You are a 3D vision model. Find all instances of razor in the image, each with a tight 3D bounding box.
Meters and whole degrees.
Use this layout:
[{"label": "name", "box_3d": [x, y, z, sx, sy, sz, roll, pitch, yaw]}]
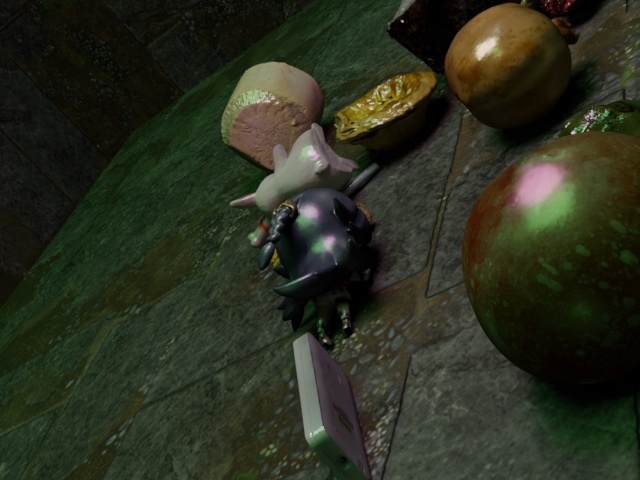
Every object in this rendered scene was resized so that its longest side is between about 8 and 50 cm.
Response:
[{"label": "razor", "box_3d": [0.035, -0.077, 1.852, 0.211, 0.036, 0.084, -47, 23, -12]}]

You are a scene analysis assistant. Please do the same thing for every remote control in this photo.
[{"label": "remote control", "box_3d": [0.012, 0.210, 1.228, 0.034, 0.103, 0.250, -36, 22, 9]}]

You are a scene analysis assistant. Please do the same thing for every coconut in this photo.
[{"label": "coconut", "box_3d": [-0.108, -0.293, 2.270, 0.239, 0.239, 0.244, -32, 23, 24]}]

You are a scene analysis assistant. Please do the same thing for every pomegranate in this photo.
[{"label": "pomegranate", "box_3d": [0.300, -0.281, 1.552, 0.207, 0.207, 0.207, -36, 21, 16]}]

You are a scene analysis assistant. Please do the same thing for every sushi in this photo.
[{"label": "sushi", "box_3d": [0.277, -0.465, 1.974, 0.234, 0.207, 0.348, -38, 10, 49]}]

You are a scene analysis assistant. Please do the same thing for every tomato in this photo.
[{"label": "tomato", "box_3d": [0.268, 0.005, 1.011, 0.270, 0.223, 0.270, -32, 22, 15]}]

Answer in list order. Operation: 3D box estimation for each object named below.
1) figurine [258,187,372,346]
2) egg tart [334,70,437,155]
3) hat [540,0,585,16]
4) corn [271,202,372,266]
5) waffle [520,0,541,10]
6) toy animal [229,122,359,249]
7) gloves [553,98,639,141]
[{"label": "figurine", "box_3d": [-0.001, 0.028, 1.537, 0.175, 0.197, 0.265, -13, 21, 5]}, {"label": "egg tart", "box_3d": [0.133, -0.245, 1.901, 0.241, 0.106, 0.241, -27, 20, 11]}, {"label": "hat", "box_3d": [0.491, -0.509, 1.801, 0.286, 0.107, 0.237, -56, -3, -35]}, {"label": "corn", "box_3d": [0.000, 0.000, 1.710, 0.203, 0.072, 0.072, -33, 22, 21]}, {"label": "waffle", "box_3d": [0.422, -0.502, 1.878, 0.183, 0.036, 0.169, 102, -164, -47]}, {"label": "toy animal", "box_3d": [-0.062, -0.107, 1.917, 0.282, 0.140, 0.138, -34, 21, 39]}, {"label": "gloves", "box_3d": [0.365, -0.115, 1.196, 0.268, 0.135, 0.107, -28, -30, -22]}]
